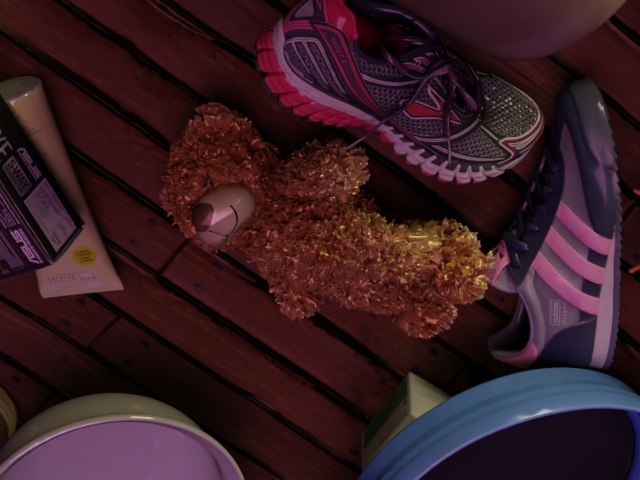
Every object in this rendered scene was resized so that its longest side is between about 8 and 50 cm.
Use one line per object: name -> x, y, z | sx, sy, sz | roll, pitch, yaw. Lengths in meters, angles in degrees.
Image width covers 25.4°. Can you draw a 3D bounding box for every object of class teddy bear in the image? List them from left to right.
teddy bear -> 0.000, 0.000, 1.381 | 0.338, 0.113, 0.245 | 35, 149, -22

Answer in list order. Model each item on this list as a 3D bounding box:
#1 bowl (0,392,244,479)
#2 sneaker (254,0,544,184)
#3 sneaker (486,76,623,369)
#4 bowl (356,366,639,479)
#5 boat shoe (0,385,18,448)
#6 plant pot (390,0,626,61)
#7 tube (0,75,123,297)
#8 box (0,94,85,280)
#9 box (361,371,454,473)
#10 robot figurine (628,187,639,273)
bowl -> -0.234, 0.266, 1.516 | 0.298, 0.134, 0.297 | -9, 124, -13
sneaker -> 0.091, -0.138, 1.281 | 0.299, 0.120, 0.112 | 15, 145, -34
sneaker -> 0.224, -0.004, 1.400 | 0.131, 0.112, 0.319 | -4, 116, 0
bowl -> 0.197, 0.290, 1.495 | 0.391, 0.077, 0.391 | -13, 131, -15
boat shoe -> -0.466, 0.135, 1.480 | 0.123, 0.123, 0.342 | -38, 110, 18
plant pot -> 0.127, -0.306, 1.167 | 0.323, 0.323, 0.280 | -37, 127, 18
tube -> -0.271, -0.045, 1.422 | 0.062, 0.070, 0.240 | -31, 124, -28
box -> -0.408, -0.086, 1.358 | 0.242, 0.076, 0.307 | -16, 117, 29
box -> 0.110, 0.220, 1.529 | 0.102, 0.087, 0.101 | 30, 114, -13
robot figurine -> 0.412, -0.012, 1.383 | 0.220, 0.128, 0.158 | -1, 152, 2
